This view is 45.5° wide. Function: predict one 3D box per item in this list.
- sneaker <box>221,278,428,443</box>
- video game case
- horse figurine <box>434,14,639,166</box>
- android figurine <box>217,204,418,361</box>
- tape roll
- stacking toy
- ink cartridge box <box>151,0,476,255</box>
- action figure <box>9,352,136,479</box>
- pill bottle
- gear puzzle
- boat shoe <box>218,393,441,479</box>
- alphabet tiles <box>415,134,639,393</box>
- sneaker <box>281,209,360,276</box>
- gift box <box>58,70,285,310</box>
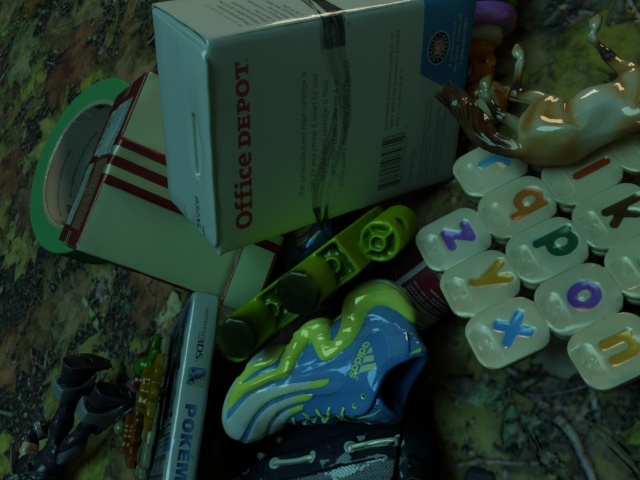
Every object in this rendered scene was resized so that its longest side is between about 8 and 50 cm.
[{"bbox_3d":[0.005,0.147,0.750,0.240,0.091,0.126,-44,44,12],"label":"sneaker"},{"bbox_3d":[-0.180,0.243,0.914,0.329,0.036,0.299,133,145,-66],"label":"video game case"},{"bbox_3d":[0.252,-0.137,0.739,0.263,0.066,0.174,-17,52,10],"label":"horse figurine"},{"bbox_3d":[-0.003,0.041,0.825,0.248,0.273,0.056,-37,87,23],"label":"android figurine"},{"bbox_3d":[-0.385,-0.121,1.331,0.321,0.077,0.321,-16,64,36],"label":"tape roll"},{"bbox_3d":[0.168,-0.276,0.878,0.175,0.166,0.301,-12,81,37],"label":"stacking toy"},{"bbox_3d":[-0.004,-0.146,0.801,0.129,0.308,0.223,42,141,43],"label":"ink cartridge box"},{"bbox_3d":[-0.391,0.314,1.160,0.185,0.099,0.285,46,110,34],"label":"action figure"},{"bbox_3d":[0.106,0.049,0.827,0.152,0.086,0.086,-40,52,23],"label":"pill bottle"},{"bbox_3d":[-0.226,0.205,0.954,0.339,0.044,0.175,140,139,-69],"label":"gear puzzle"},{"bbox_3d":[-0.015,0.251,0.849,0.341,0.127,0.158,-15,53,32],"label":"boat shoe"},{"bbox_3d":[0.243,-0.003,0.715,0.278,0.021,0.284,-28,54,5],"label":"alphabet tiles"},{"bbox_3d":[0.000,0.000,0.963,0.059,0.053,0.144,32,97,41],"label":"sneaker"},{"bbox_3d":[-0.167,-0.060,0.998,0.255,0.258,0.276,-68,22,-2],"label":"gift box"}]
